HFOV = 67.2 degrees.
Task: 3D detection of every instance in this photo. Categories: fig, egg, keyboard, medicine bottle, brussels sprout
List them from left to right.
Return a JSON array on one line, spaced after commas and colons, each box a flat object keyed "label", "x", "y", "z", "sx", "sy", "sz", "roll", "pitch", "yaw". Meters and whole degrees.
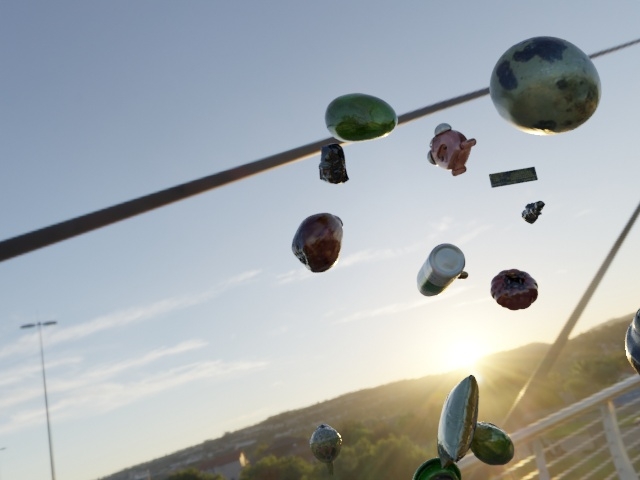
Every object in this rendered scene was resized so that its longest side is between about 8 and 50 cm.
[{"label": "fig", "x": -0.010, "y": 0.006, "z": 1.968, "sx": 0.223, "sy": 0.263, "sz": 0.224, "roll": 9, "pitch": -24, "yaw": 4}, {"label": "medicine bottle", "x": 0.313, "y": 0.090, "z": 1.288, "sx": 0.095, "sy": 0.095, "sz": 0.260, "roll": -17, "pitch": -20, "yaw": -3}, {"label": "brussels sprout", "x": 0.655, "y": 0.789, "z": 1.868, "sx": 0.144, "sy": 0.180, "sz": 0.161, "roll": -51, "pitch": -54, "yaw": -13}, {"label": "keyboard", "x": 0.726, "y": -0.238, "z": 1.813, "sx": 0.176, "sy": 0.055, "sz": 0.014, "roll": -9, "pitch": -10, "yaw": 0}, {"label": "egg", "x": 0.838, "y": -0.571, "z": 1.810, "sx": 0.344, "sy": 0.428, "sz": 0.345, "roll": -16, "pitch": -41, "yaw": -14}]

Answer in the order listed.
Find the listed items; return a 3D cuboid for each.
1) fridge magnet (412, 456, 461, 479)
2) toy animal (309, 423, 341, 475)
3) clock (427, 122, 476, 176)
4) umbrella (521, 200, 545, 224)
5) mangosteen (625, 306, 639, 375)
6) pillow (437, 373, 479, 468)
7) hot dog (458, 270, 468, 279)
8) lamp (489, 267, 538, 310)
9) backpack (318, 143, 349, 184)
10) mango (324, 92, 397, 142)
[{"label": "fridge magnet", "x": 0.455, "y": 0.946, "z": 1.873, "sx": 0.207, "sy": 0.208, "sz": 0.088, "roll": -14, "pitch": 11, "yaw": -9}, {"label": "toy animal", "x": 0.019, "y": 0.611, "z": 1.420, "sx": 0.098, "sy": 0.137, "sz": 0.098, "roll": -11, "pitch": 10, "yaw": 2}, {"label": "clock", "x": 0.463, "y": -0.331, "z": 1.758, "sx": 0.092, "sy": 0.162, "sz": 0.166, "roll": -21, "pitch": -44, "yaw": -34}, {"label": "umbrella", "x": 0.972, "y": -0.141, "z": 2.187, "sx": 0.071, "sy": 0.080, "sz": 0.224, "roll": -51, "pitch": -16, "yaw": -2}, {"label": "mangosteen", "x": 1.325, "y": 0.365, "z": 1.711, "sx": 0.380, "sy": 0.381, "sz": 0.422, "roll": -12, "pitch": -52, "yaw": -15}, {"label": "pillow", "x": 0.501, "y": 0.664, "z": 1.760, "sx": 0.119, "sy": 0.310, "sz": 0.312, "roll": 13, "pitch": -27, "yaw": 10}, {"label": "hot dog", "x": 0.521, "y": 0.128, "z": 1.844, "sx": 0.090, "sy": 0.034, "sz": 0.030, "roll": 19, "pitch": -44, "yaw": 19}, {"label": "lamp", "x": 0.758, "y": 0.197, "z": 1.888, "sx": 0.181, "sy": 0.182, "sz": 0.140, "roll": -17, "pitch": -45, "yaw": -1}, {"label": "backpack", "x": 0.046, "y": -0.311, "z": 1.973, "sx": 0.105, "sy": 0.165, "sz": 0.120, "roll": -20, "pitch": 17, "yaw": -28}, {"label": "mango", "x": 0.160, "y": -0.495, "z": 1.962, "sx": 0.225, "sy": 0.201, "sz": 0.382, "roll": -8, "pitch": 22, "yaw": -33}]
